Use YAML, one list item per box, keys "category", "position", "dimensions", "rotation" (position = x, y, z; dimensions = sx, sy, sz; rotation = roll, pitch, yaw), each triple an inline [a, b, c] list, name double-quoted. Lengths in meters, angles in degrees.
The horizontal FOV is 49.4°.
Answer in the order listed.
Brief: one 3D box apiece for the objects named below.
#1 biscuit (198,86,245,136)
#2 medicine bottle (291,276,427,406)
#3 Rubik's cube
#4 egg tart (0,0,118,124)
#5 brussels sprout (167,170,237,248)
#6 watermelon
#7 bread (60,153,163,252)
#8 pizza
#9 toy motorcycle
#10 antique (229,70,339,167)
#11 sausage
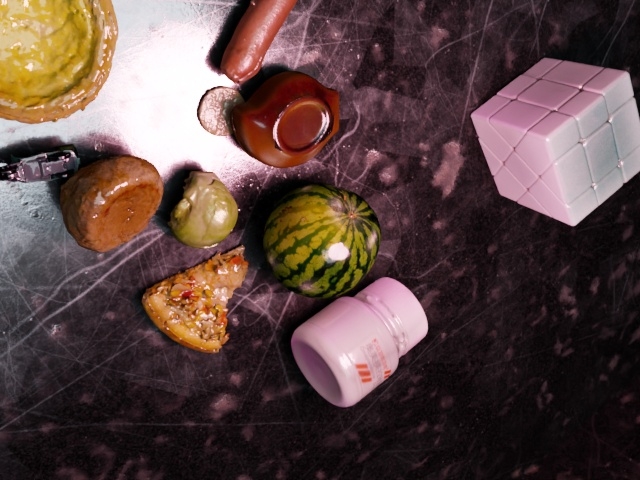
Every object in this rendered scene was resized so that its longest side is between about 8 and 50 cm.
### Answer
- category: "biscuit"
  position: [-0.226, -0.298, 1.610]
  dimensions: [0.120, 0.015, 0.120]
  rotation: [-13, 117, -26]
- category: "medicine bottle"
  position: [0.111, 0.271, 1.912]
  dimensions: [0.324, 0.256, 0.256]
  rotation: [-32, 124, -27]
- category: "Rubik's cube"
  position: [0.677, -0.288, 1.976]
  dimensions: [0.316, 0.318, 0.322]
  rotation: [-39, 124, -11]
- category: "egg tart"
  position: [-0.553, -0.392, 1.298]
  dimensions: [0.345, 0.132, 0.346]
  rotation: [-12, 115, -27]
- category: "brussels sprout"
  position: [-0.267, -0.067, 1.620]
  dimensions: [0.145, 0.131, 0.183]
  rotation: [22, 99, -14]
- category: "watermelon"
  position: [0.000, 0.000, 1.713]
  dimensions: [0.285, 0.285, 0.285]
  rotation: [-12, 116, -27]
- category: "bread"
  position: [-0.445, -0.085, 1.471]
  dimensions: [0.230, 0.123, 0.230]
  rotation: [-43, 163, -17]
- category: "pizza"
  position: [-0.278, 0.167, 1.747]
  dimensions: [0.287, 0.074, 0.251]
  rotation: [-28, 125, -17]
- category: "toy motorcycle"
  position: [-0.574, -0.153, 1.412]
  dimensions: [0.173, 0.100, 0.058]
  rotation: [-16, 117, -28]
- category: "antique"
  position: [-0.072, -0.282, 1.635]
  dimensions: [0.278, 0.129, 0.224]
  rotation: [-13, 117, -32]
- category: "sausage"
  position: [-0.094, -0.535, 1.544]
  dimensions: [0.094, 0.094, 0.419]
  rotation: [32, 93, -7]
